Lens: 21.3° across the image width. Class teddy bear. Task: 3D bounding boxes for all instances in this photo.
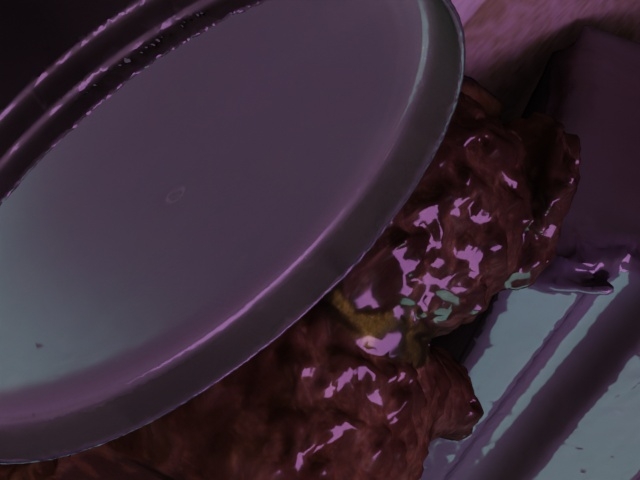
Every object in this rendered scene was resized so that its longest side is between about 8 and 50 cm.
[{"bbox_3d":[-0.033,0.050,0.821,0.296,0.246,0.222,-31,-143,56],"label":"teddy bear"}]

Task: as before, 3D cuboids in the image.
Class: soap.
[{"bbox_3d":[0.214,0.117,1.117,0.350,0.213,0.435,15,136,-10],"label":"soap"}]

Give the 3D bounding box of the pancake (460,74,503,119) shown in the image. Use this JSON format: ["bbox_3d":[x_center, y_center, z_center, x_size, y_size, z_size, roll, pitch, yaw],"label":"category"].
[{"bbox_3d":[0.000,-0.001,0.961,0.250,0.031,0.250,-34,157,-17],"label":"pancake"}]

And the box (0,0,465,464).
[{"bbox_3d":[-0.081,-0.052,0.580,0.226,0.149,0.226,-34,156,-17],"label":"box"}]
